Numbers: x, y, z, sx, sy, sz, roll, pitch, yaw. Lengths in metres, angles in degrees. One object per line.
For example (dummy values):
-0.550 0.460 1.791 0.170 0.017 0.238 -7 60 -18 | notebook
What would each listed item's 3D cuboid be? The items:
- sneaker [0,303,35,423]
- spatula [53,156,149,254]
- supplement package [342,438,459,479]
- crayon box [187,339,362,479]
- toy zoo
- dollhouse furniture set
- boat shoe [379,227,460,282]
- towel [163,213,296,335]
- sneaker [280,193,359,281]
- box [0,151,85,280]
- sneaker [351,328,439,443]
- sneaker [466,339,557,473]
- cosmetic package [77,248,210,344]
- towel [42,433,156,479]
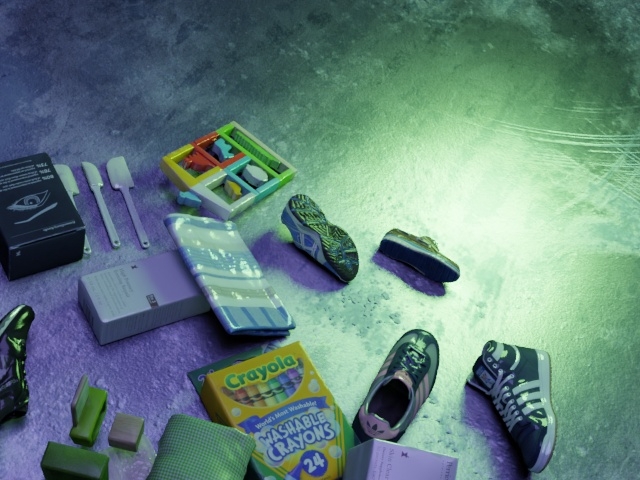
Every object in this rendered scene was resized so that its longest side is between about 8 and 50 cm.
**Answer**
-0.548 0.245 1.779 0.124 0.107 0.283 32 53 -10 | sneaker
-0.448 -0.071 2.094 0.168 0.019 0.242 -7 56 -28 | spatula
0.109 0.471 1.665 0.145 0.204 0.262 13 72 -7 | supplement package
-0.078 0.317 1.859 0.203 0.083 0.323 -18 60 -28 | crayon box
-0.204 -0.143 2.175 0.192 0.030 0.293 38 40 14 | toy zoo
-0.264 0.339 1.659 0.301 0.151 0.198 13 53 2 | dollhouse furniture set
0.220 0.023 2.189 0.183 0.066 0.066 28 49 6 | boat shoe
-0.174 0.064 1.994 0.209 0.034 0.285 8 43 -55 | towel
0.000 0.000 2.139 0.080 0.081 0.211 -37 88 -37 | sneaker
-0.561 -0.048 1.980 0.153 0.108 0.207 -17 60 -28 | box
0.158 0.269 1.936 0.112 0.131 0.319 26 50 5 | sneaker
0.364 0.310 1.986 0.153 0.099 0.282 18 43 -9 | sneaker
-0.328 0.101 1.951 0.231 0.085 0.117 -19 61 -27 | cosmetic package
-0.324 0.464 1.692 0.187 0.049 0.282 -15 59 -27 | towel
